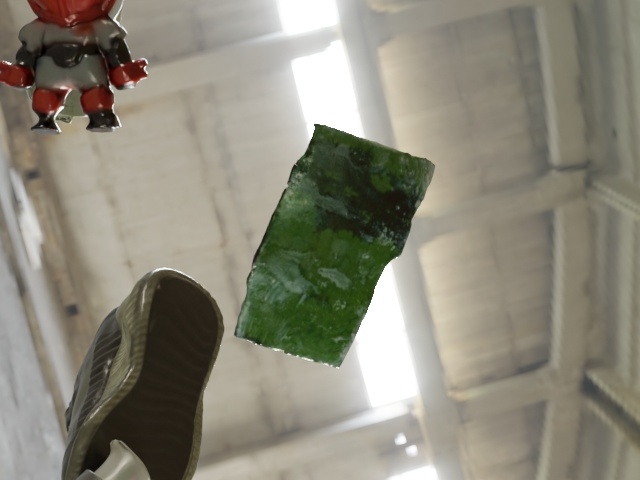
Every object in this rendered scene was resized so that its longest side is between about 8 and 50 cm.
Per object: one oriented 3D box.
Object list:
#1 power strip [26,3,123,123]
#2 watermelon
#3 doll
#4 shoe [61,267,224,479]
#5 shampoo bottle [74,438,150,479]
[{"bbox_3d":[-0.245,-0.233,1.289,0.029,0.080,0.226,-151,-108,-68],"label":"power strip"},{"bbox_3d":[0.014,0.006,1.468,0.302,0.151,0.264,156,-43,-89],"label":"watermelon"},{"bbox_3d":[-0.127,-0.140,0.639,0.057,0.109,0.169,41,49,-77],"label":"doll"},{"bbox_3d":[-0.153,0.132,0.988,0.112,0.099,0.227,-22,-137,49],"label":"shoe"},{"bbox_3d":[-0.191,0.220,0.851,0.074,0.192,0.074,37,-26,22],"label":"shampoo bottle"}]
